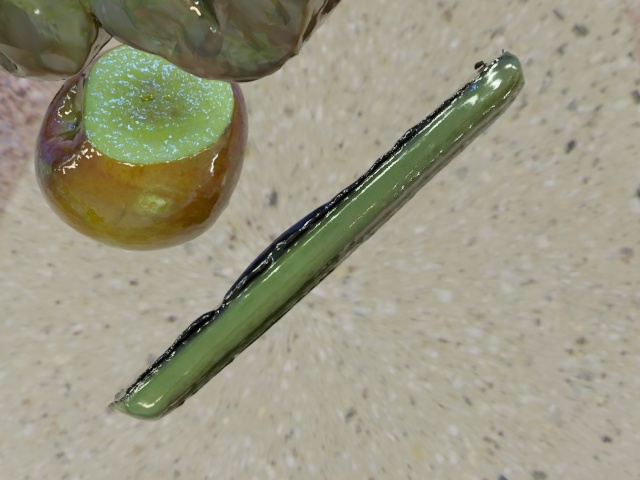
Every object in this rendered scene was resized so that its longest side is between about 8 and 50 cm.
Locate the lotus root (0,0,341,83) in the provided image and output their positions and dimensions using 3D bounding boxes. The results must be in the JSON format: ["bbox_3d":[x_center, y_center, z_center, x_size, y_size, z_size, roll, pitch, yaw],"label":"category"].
[{"bbox_3d":[-0.124,-0.242,0.646,0.111,0.390,0.374,-44,116,-38],"label":"lotus root"}]

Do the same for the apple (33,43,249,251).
[{"bbox_3d":[-0.139,-0.071,1.127,0.147,0.163,0.146,11,48,-28],"label":"apple"}]

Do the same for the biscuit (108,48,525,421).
[{"bbox_3d":[0.000,0.000,0.889,0.322,0.099,0.038,-43,92,-7],"label":"biscuit"}]
